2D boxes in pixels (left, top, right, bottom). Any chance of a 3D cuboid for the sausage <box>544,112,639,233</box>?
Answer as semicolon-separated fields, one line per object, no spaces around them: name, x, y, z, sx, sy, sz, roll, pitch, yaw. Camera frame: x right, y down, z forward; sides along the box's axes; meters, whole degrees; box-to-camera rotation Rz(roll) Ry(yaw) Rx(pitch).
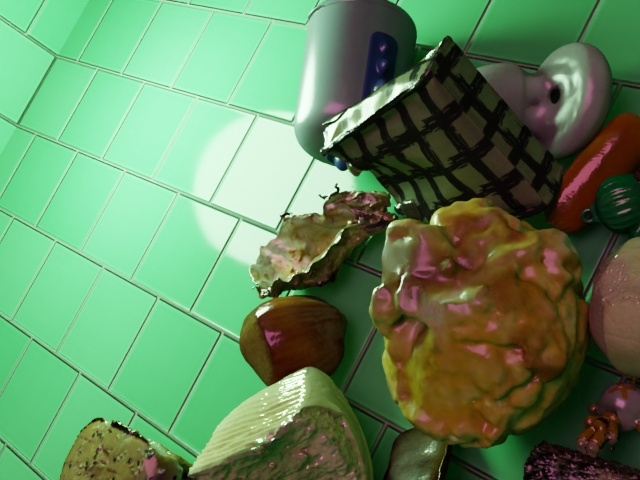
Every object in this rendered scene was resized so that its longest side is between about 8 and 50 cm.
sausage;0.482;-0.113;1.692;0.238;0.098;0.098;-51;46;4

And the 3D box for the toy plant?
toy plant;0.534;-0.051;1.605;0.200;0.105;0.143;-24;87;26

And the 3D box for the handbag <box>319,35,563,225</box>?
handbag;0.209;-0.154;1.744;0.327;0.325;0.163;-27;23;47

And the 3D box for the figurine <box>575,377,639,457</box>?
figurine;0.447;0.273;1.503;0.143;0.068;0.101;-28;29;-4

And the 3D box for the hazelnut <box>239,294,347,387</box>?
hazelnut;-0.058;0.186;1.899;0.210;0.186;0.210;-41;35;37

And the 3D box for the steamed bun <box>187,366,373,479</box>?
steamed bun;-0.046;0.406;1.754;0.290;0.272;0.273;-26;17;24

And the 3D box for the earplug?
earplug;0.382;-0.251;1.788;0.325;0.175;0.214;-7;70;36

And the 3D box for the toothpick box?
toothpick box;0.074;-0.309;2.019;0.263;0.263;0.355;-7;64;36

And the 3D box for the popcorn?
popcorn;0.266;0.129;1.582;0.344;0.354;0.390;-7;104;24

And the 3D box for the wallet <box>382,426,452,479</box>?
wallet;0.156;0.395;1.633;0.137;0.031;0.255;-29;17;31

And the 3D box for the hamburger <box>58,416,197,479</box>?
hamburger;-0.390;0.526;1.973;0.318;0.195;0.277;8;70;43

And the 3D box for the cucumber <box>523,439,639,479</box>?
cucumber;0.474;0.386;1.424;0.359;0.096;0.096;11;74;42

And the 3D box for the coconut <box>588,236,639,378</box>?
coconut;0.529;0.103;1.458;0.241;0.241;0.241;-19;56;30

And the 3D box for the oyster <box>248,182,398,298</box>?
oyster;-0.001;-0.004;1.992;0.337;0.133;0.198;-37;47;14
